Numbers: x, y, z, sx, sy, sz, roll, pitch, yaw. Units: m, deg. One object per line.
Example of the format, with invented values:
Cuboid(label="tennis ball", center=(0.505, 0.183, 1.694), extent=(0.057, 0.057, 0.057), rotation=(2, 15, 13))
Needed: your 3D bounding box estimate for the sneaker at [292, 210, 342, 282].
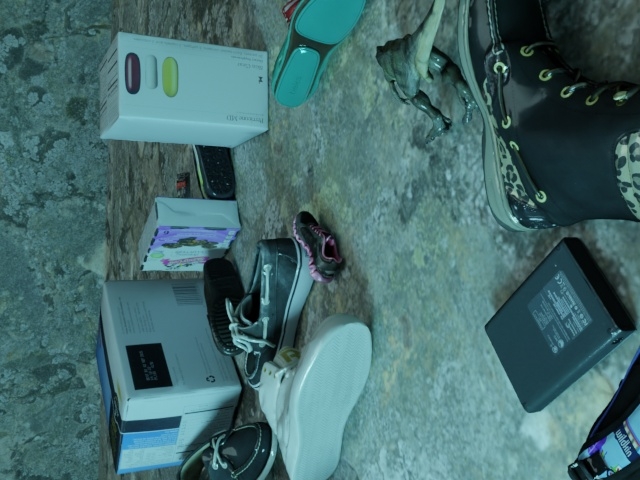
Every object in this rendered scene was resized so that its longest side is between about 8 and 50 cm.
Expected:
Cuboid(label="sneaker", center=(0.000, 0.000, 0.987), extent=(0.057, 0.047, 0.119), rotation=(-52, 52, 42))

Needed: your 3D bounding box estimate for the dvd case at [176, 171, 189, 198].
Cuboid(label="dvd case", center=(-0.347, -0.110, 1.729), extent=(0.087, 0.013, 0.119), rotation=(-179, 90, -64))

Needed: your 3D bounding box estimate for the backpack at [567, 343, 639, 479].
Cuboid(label="backpack", center=(0.248, 0.114, 0.386), extent=(0.158, 0.117, 0.173), rotation=(-127, 44, -52))

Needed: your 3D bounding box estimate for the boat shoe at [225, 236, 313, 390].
Cuboid(label="boat shoe", center=(-0.095, 0.126, 1.106), extent=(0.113, 0.105, 0.306), rotation=(64, 144, 43))

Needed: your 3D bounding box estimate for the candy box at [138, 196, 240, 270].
Cuboid(label="candy box", center=(-0.270, -0.008, 1.398), extent=(0.196, 0.165, 0.070), rotation=(129, 135, -53))

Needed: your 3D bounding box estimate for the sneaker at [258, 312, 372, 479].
Cuboid(label="sneaker", center=(-0.025, 0.187, 0.962), extent=(0.169, 0.108, 0.292), rotation=(53, 137, 47))

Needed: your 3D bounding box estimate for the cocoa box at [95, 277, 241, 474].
Cuboid(label="cocoa box", center=(-0.336, 0.275, 1.458), extent=(0.347, 0.232, 0.228), rotation=(-121, 39, -47))

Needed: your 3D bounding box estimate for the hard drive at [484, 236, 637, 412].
Cuboid(label="hard drive", center=(0.199, 0.076, 0.594), extent=(0.135, 0.022, 0.094), rotation=(-62, 37, 44))

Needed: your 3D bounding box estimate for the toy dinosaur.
Cuboid(label="toy dinosaur", center=(0.107, -0.164, 0.683), extent=(0.118, 0.064, 0.268), rotation=(53, 179, -7))

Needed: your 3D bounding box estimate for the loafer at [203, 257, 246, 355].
Cuboid(label="loafer", center=(-0.181, 0.136, 1.332), extent=(0.078, 0.080, 0.220), rotation=(104, 157, -48))

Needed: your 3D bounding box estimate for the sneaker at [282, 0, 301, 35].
Cuboid(label="sneaker", center=(-0.040, -0.317, 1.061), extent=(0.067, 0.042, 0.118), rotation=(58, 132, 42))

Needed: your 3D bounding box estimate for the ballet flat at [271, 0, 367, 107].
Cuboid(label="ballet flat", center=(-0.009, -0.297, 0.962), extent=(0.247, 0.083, 0.087), rotation=(127, 150, -48))

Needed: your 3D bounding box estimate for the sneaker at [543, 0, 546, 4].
Cuboid(label="sneaker", center=(0.173, -0.213, 0.617), extent=(0.058, 0.052, 0.135), rotation=(34, 123, 51))

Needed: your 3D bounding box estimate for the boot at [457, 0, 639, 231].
Cuboid(label="boot", center=(0.196, -0.118, 0.518), extent=(0.179, 0.085, 0.236), rotation=(9, 111, 62))

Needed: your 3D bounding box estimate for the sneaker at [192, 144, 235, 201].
Cuboid(label="sneaker", center=(-0.234, -0.175, 1.415), extent=(0.097, 0.084, 0.234), rotation=(149, 117, -62))

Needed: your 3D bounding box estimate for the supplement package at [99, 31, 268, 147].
Cuboid(label="supplement package", center=(-0.251, -0.261, 1.244), extent=(0.204, 0.262, 0.145), rotation=(-5, 86, 64))

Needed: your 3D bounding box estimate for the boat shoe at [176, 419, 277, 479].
Cuboid(label="boat shoe", center=(-0.174, 0.402, 1.247), extent=(0.302, 0.091, 0.114), rotation=(-49, 31, 41))
